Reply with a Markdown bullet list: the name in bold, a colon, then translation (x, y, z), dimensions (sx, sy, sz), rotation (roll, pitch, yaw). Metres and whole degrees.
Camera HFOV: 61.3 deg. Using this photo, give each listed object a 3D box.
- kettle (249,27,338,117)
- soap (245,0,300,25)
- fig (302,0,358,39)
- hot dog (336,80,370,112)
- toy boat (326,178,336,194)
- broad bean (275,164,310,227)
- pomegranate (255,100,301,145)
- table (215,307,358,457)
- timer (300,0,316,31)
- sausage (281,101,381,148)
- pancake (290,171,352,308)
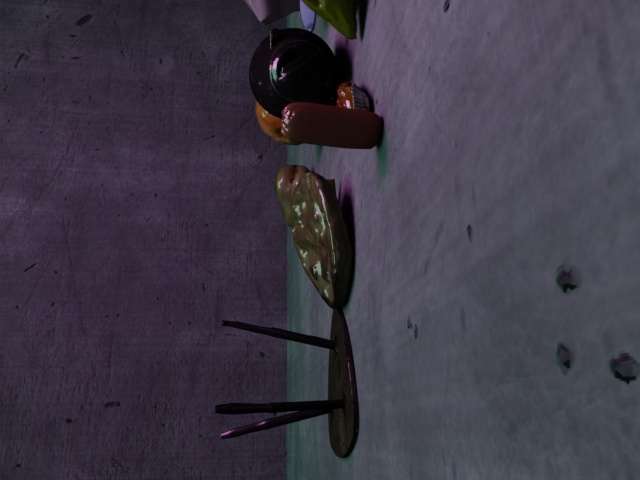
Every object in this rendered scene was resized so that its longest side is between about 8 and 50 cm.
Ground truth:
- **kettle**: translation (-0.036, -0.343, 1.203), dimensions (0.268, 0.208, 0.290), rotation (56, -179, -17)
- **soap**: translation (-0.138, -0.804, 1.335), dimensions (0.435, 0.213, 0.350), rotation (91, 155, -74)
- **fig**: translation (0.002, -0.496, 0.985), dimensions (0.167, 0.167, 0.233), rotation (-167, 85, -82)
- **hot dog**: translation (0.051, -0.231, 0.963), dimensions (0.192, 0.053, 0.099), rotation (-101, 10, -68)
- **toy boat**: translation (0.004, -0.065, 1.241), dimensions (0.066, 0.065, 0.172), rotation (-108, 23, -43)
- **broad bean**: translation (-0.090, -0.150, 1.782), dimensions (0.263, 0.121, 0.188), rotation (100, 172, -60)
- **pomegranate**: translation (-0.082, -0.372, 1.521), dimensions (0.207, 0.207, 0.206), rotation (-179, 90, -83)
- **table**: translation (-0.079, 0.282, 1.104), dimensions (0.317, 0.249, 0.316), rotation (-179, 90, -82)
- **timer**: translation (0.001, -0.584, 1.175), dimensions (0.255, 0.176, 0.175), rotation (62, 168, 6)
- **sausage**: translation (0.016, -0.174, 0.824), dimensions (0.062, 0.154, 0.062), rotation (-175, 90, -79)
- **pancake**: translation (0.000, 0.000, 1.132), dimensions (0.294, 0.050, 0.294), rotation (170, 90, -73)
